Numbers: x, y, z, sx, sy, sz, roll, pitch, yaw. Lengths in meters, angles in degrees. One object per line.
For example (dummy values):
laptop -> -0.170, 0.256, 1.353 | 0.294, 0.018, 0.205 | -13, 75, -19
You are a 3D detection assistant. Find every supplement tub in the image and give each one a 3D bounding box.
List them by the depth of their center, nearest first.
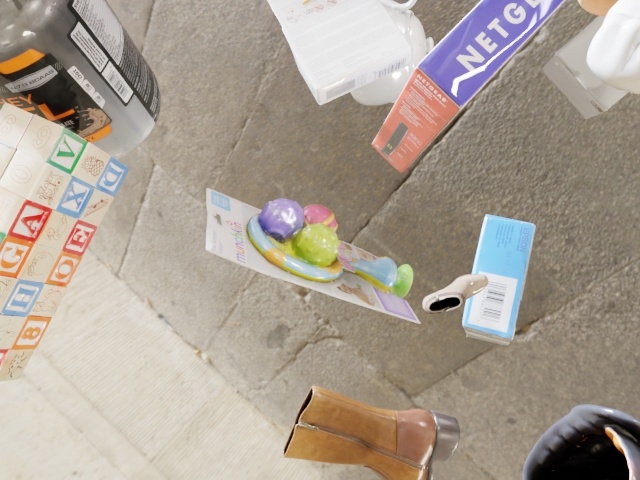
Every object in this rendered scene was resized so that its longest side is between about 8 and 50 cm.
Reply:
supplement tub -> -0.357, -0.251, 0.637 | 0.207, 0.207, 0.338 | 32, 168, 15

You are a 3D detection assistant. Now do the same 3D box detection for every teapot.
teapot -> 0.163, -0.440, 1.159 | 0.187, 0.256, 0.253 | -2, 91, 21

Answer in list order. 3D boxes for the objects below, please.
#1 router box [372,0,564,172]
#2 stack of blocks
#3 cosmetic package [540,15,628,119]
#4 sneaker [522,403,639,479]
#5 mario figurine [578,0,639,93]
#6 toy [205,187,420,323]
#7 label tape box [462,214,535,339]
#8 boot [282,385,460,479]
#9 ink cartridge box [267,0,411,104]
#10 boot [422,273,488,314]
router box -> 0.246, -0.287, 0.813 | 0.082, 0.335, 0.301 | 44, 171, 2
stack of blocks -> -0.360, 0.006, 0.567 | 0.087, 0.297, 0.171 | 24, 173, 14
cosmetic package -> 0.497, -0.323, 0.814 | 0.238, 0.107, 0.127 | -39, 87, 13
sneaker -> 0.263, 0.184, 0.296 | 0.180, 0.125, 0.321 | 36, 147, -19
mario figurine -> 0.287, -0.160, 0.335 | 0.320, 0.198, 0.170 | 34, 141, -23
toy -> 0.000, 0.000, 0.534 | 0.237, 0.137, 0.056 | 25, 110, -24
label tape box -> 0.404, 0.108, 1.161 | 0.105, 0.241, 0.333 | 12, 170, 21
boot -> 0.072, 0.395, 0.880 | 0.280, 0.096, 0.264 | 14, 112, -13
ink cartridge box -> 0.029, -0.370, 0.895 | 0.225, 0.180, 0.056 | 63, 176, 20
boot -> 0.228, 0.092, 0.850 | 0.118, 0.087, 0.042 | -26, 89, 12
